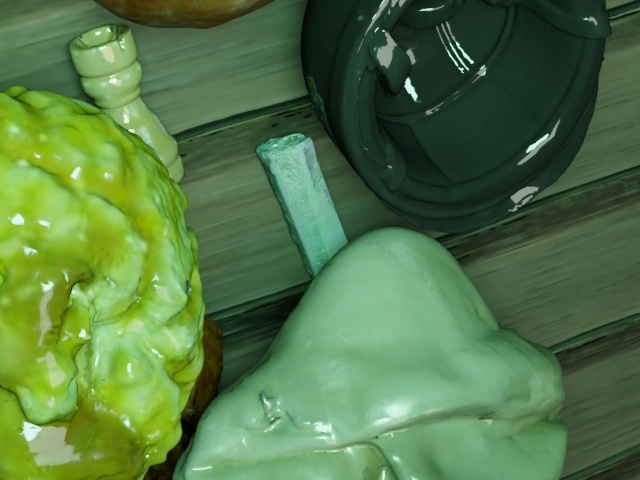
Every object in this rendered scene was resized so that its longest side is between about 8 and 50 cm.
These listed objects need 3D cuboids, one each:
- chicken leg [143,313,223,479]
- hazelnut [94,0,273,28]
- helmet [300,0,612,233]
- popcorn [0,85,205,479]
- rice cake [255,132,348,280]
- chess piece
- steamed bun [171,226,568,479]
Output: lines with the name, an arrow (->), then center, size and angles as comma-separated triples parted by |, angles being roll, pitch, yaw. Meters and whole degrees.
chicken leg -> -0.131, 0.174, 1.178 | 0.113, 0.093, 0.304 | -13, 127, -17
hazelnut -> -0.077, -0.229, 0.947 | 0.214, 0.176, 0.214 | -13, 146, -9
helmet -> 0.089, -0.147, 1.084 | 0.230, 0.160, 0.279 | -36, 140, -7
popcorn -> -0.205, 0.028, 0.943 | 0.282, 0.247, 0.282 | 1, 111, 3
rice cake -> 0.000, 0.000, 1.186 | 0.043, 0.034, 0.211 | -28, 125, -10
chess piece -> -0.146, -0.096, 1.045 | 0.066, 0.066, 0.122 | -23, 116, -17
steamed bun -> 0.064, 0.214, 1.151 | 0.367, 0.255, 0.342 | -47, 145, -10
